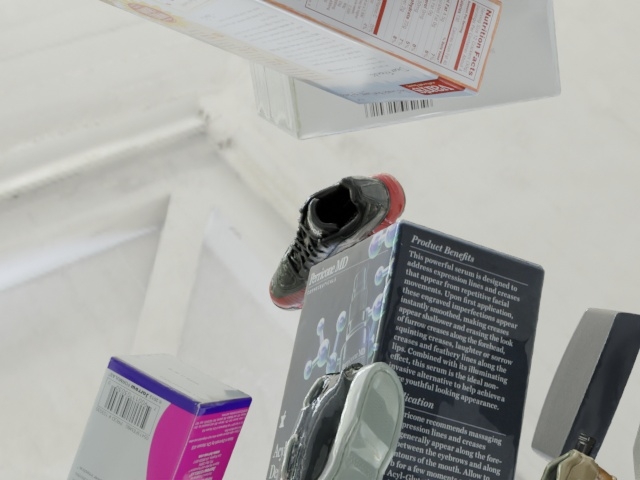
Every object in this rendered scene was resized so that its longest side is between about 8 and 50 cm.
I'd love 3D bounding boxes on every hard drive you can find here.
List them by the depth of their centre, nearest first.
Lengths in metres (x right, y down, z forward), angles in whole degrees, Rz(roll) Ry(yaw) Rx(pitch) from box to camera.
[{"bbox_3d":[0.392,0.218,1.633,0.054,0.172,0.255,23,-93,-6],"label":"hard drive"}]

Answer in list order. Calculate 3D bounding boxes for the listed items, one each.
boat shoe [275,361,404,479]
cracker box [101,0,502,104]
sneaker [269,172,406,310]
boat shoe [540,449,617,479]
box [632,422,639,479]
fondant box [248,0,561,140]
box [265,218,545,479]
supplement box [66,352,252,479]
[{"bbox_3d":[0.002,0.259,1.137,0.114,0.091,0.303,54,-136,-27],"label":"boat shoe"},{"bbox_3d":[-0.024,-0.155,0.700,0.232,0.155,0.067,19,-95,-27],"label":"cracker box"},{"bbox_3d":[0.000,0.000,1.653,0.135,0.276,0.098,10,-140,-54],"label":"sneaker"},{"bbox_3d":[0.173,0.326,1.054,0.302,0.113,0.103,-39,-92,-20],"label":"boat shoe"},{"bbox_3d":[0.424,0.188,1.240,0.094,0.275,0.113,5,-139,5],"label":"box"},{"bbox_3d":[0.063,-0.175,1.084,0.238,0.096,0.330,-10,-168,-7],"label":"fondant box"},{"bbox_3d":[0.095,0.213,1.397,0.211,0.293,0.396,18,-110,-18],"label":"box"},{"bbox_3d":[-0.171,0.234,1.085,0.111,0.220,0.114,24,-174,24],"label":"supplement box"}]
